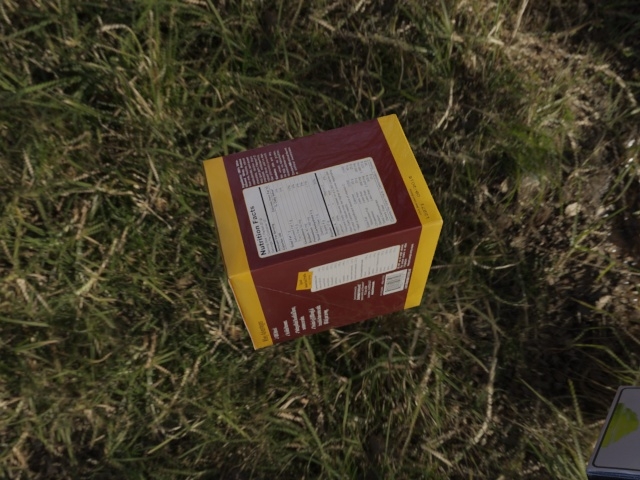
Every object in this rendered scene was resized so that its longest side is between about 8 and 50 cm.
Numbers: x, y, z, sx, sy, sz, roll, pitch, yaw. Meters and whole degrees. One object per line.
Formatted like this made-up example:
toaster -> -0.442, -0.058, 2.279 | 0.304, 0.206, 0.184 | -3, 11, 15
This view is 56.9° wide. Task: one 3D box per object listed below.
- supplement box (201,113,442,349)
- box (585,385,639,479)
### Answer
supplement box -> 0.000, 0.000, 0.612 | 0.194, 0.191, 0.129 | -14, 61, -6
box -> 0.369, 0.316, 0.609 | 0.087, 0.169, 0.290 | -10, 103, 40
